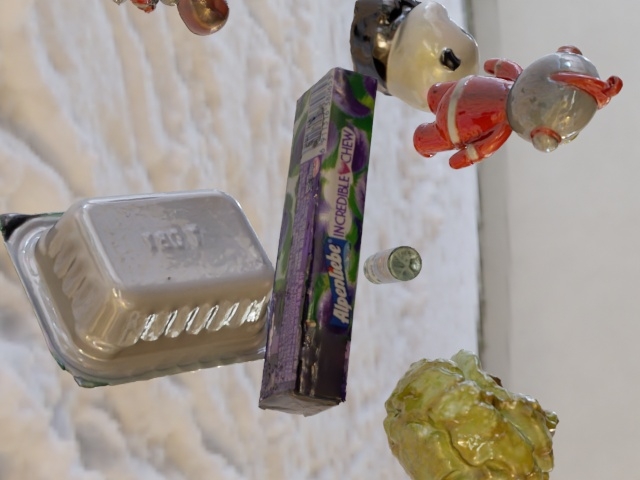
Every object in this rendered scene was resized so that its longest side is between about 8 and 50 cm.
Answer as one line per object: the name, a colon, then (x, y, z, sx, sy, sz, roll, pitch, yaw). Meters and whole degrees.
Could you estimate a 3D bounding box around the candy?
candy: (0.000, 0.000, 1.197, 0.088, 0.061, 0.313, -27, -128, 61)

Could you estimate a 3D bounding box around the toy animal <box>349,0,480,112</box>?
toy animal: (0.125, -0.239, 1.739, 0.138, 0.179, 0.166, -58, 149, -20)

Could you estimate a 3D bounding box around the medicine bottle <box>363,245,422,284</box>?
medicine bottle: (0.100, 0.036, 1.887, 0.191, 0.051, 0.051, 153, -67, -81)

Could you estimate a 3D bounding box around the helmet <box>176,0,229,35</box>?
helmet: (-0.146, -0.299, 1.680, 0.084, 0.065, 0.049, 64, -16, -19)

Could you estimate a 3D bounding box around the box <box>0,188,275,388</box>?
box: (-0.189, 0.028, 1.618, 0.336, 0.106, 0.264, -6, 54, -39)

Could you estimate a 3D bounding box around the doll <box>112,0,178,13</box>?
doll: (-0.149, -0.229, 1.063, 0.180, 0.079, 0.094, 21, 75, -78)

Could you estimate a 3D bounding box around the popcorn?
popcorn: (0.180, 0.239, 1.629, 0.184, 0.221, 0.204, -50, 152, -4)

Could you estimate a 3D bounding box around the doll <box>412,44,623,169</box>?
doll: (0.202, -0.139, 1.359, 0.076, 0.245, 0.142, 40, 58, -39)
